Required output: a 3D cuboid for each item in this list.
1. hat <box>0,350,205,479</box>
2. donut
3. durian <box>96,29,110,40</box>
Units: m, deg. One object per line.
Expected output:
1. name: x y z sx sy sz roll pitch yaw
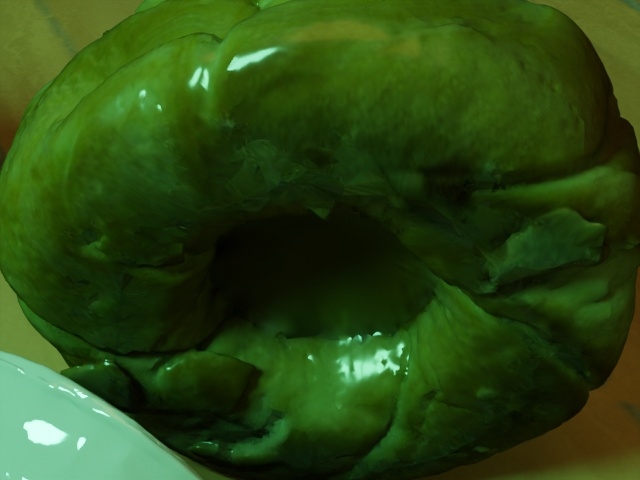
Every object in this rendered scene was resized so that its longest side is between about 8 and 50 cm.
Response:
1. hat: -0.139 0.159 0.550 0.203 0.203 0.126 18 51 22
2. donut: 0.000 0.000 0.643 0.360 0.360 0.170 4 47 2
3. durian: -0.019 -0.089 0.923 0.306 0.166 0.172 10 31 9
